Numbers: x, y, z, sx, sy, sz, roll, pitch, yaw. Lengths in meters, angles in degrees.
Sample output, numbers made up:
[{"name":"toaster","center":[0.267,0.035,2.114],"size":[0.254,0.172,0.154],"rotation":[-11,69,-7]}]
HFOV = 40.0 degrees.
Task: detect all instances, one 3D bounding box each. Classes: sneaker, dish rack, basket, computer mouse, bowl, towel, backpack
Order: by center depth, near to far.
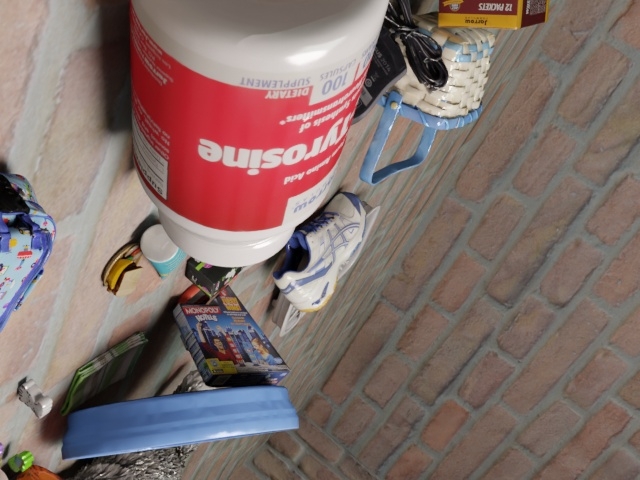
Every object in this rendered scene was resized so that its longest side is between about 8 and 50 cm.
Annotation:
[{"name":"backpack","center":[-0.312,0.014,0.799],"size":[0.158,0.117,0.173],"rotation":[-52,170,7]},{"name":"computer mouse","center":[0.061,-0.256,1.322],"size":[0.272,0.189,0.072],"rotation":[-39,-165,-32]},{"name":"towel","center":[-0.351,0.219,1.434],"size":[0.152,0.023,0.113],"rotation":[-34,158,-53]},{"name":"bowl","center":[-0.232,0.302,1.467],"size":[0.390,0.077,0.391],"rotation":[-8,167,-2]},{"name":"basket","center":[0.174,-0.246,1.536],"size":[0.254,0.201,0.289],"rotation":[-28,139,-59]},{"name":"sneaker","center":[0.000,0.000,1.852],"size":[0.131,0.111,0.297],"rotation":[45,55,-35]},{"name":"dish rack","center":[0.000,0.056,2.095],"size":[0.333,0.072,0.286],"rotation":[-43,164,-33]}]

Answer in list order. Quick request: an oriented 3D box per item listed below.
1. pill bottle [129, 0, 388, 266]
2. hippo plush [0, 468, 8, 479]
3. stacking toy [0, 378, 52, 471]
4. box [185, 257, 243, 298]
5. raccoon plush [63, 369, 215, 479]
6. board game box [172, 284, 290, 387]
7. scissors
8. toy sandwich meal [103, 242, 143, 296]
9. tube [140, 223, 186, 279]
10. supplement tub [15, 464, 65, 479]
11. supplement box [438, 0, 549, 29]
[{"name":"pill bottle","center":[-0.079,-0.144,0.909],"size":[0.229,0.229,0.408],"rotation":[-44,165,-29]},{"name":"hippo plush","center":[-0.422,0.312,0.933],"size":[0.234,0.294,0.236],"rotation":[-25,169,-13]},{"name":"stacking toy","center":[-0.466,0.301,1.213],"size":[0.167,0.052,0.221],"rotation":[-36,162,-45]},{"name":"box","center":[-0.175,0.042,1.468],"size":[0.083,0.062,0.052],"rotation":[-44,167,-33]},{"name":"raccoon plush","center":[-0.385,0.410,1.652],"size":[0.299,0.216,0.447],"rotation":[64,39,-63]},{"name":"board game box","center":[-0.173,0.167,1.537],"size":[0.060,0.194,0.194],"rotation":[-46,149,25]},{"name":"scissors","center":[-0.169,0.066,1.644],"size":[0.297,0.021,0.109],"rotation":[-37,159,-43]},{"name":"toy sandwich meal","center":[-0.267,0.041,1.218],"size":[0.085,0.029,0.085],"rotation":[-48,167,-15]},{"name":"tube","center":[-0.221,0.017,1.284],"size":[0.080,0.052,0.207],"rotation":[-44,176,-6]},{"name":"supplement tub","center":[-0.502,0.529,1.350],"size":[0.338,0.207,0.207],"rotation":[-49,167,-9]},{"name":"supplement box","center":[0.284,-0.442,1.405],"size":[0.194,0.129,0.192],"rotation":[-31,125,-57]}]
